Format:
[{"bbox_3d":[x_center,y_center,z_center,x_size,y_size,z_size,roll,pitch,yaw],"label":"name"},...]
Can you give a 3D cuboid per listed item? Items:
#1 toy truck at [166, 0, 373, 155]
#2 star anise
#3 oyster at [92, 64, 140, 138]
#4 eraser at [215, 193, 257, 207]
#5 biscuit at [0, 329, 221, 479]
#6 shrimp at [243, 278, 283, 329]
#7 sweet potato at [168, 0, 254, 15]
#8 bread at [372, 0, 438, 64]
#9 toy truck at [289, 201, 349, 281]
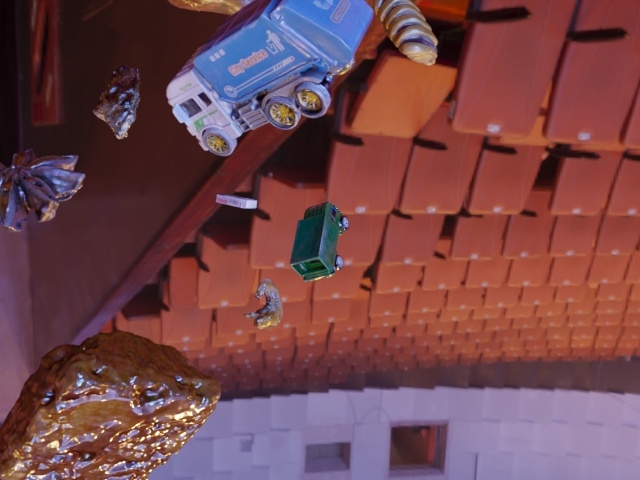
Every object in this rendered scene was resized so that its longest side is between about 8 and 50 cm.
[{"bbox_3d":[-0.086,-0.271,0.954,0.367,0.175,0.146,-16,-143,39],"label":"toy truck"},{"bbox_3d":[-0.735,-0.123,1.483,0.332,0.117,0.332,-7,-142,5],"label":"star anise"},{"bbox_3d":[-0.387,-0.262,1.156,0.105,0.177,0.056,-23,151,28],"label":"oyster"},{"bbox_3d":[-0.252,-0.118,1.815,0.122,0.029,0.052,14,-169,32],"label":"eraser"},{"bbox_3d":[-0.440,0.364,1.216,0.342,0.395,0.166,26,-156,-41],"label":"biscuit"},{"bbox_3d":[-0.151,0.173,1.623,0.051,0.132,0.187,-17,-176,19],"label":"shrimp"},{"bbox_3d":[-0.206,-0.518,1.288,0.292,0.097,0.097,17,-173,-2],"label":"sweet potato"},{"bbox_3d":[0.212,-0.514,1.457,0.134,0.225,0.081,9,137,-46],"label":"bread"},{"bbox_3d":[0.000,0.000,1.059,0.065,0.147,0.079,-15,134,28],"label":"toy truck"}]
